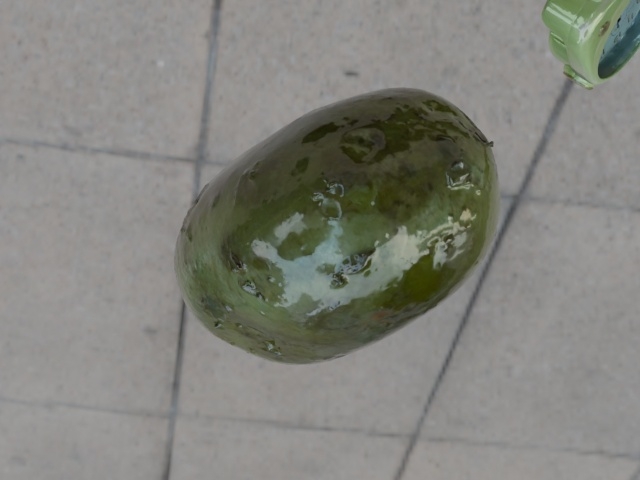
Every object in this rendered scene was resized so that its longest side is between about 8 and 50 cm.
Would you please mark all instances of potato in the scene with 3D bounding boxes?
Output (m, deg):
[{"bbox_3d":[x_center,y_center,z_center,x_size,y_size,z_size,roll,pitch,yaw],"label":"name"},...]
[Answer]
[{"bbox_3d":[0.000,0.000,0.998,0.173,0.210,0.307,55,147,-1],"label":"potato"}]

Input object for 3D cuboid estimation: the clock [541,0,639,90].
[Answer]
[{"bbox_3d":[0.316,-0.246,1.472,0.069,0.170,0.232,36,171,21],"label":"clock"}]
